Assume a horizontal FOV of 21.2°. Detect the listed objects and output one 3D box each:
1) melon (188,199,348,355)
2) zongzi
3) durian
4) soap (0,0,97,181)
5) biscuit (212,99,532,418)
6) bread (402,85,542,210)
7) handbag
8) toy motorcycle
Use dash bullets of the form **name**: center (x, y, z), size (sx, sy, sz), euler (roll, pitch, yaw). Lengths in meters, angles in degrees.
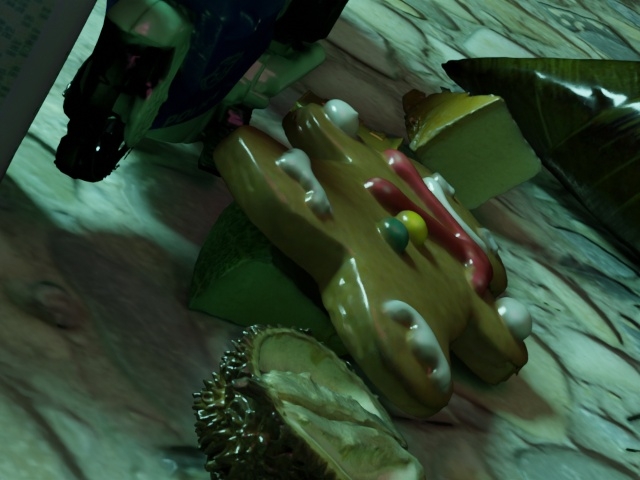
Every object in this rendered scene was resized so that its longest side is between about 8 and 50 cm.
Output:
- **melon**: center (0.000, 0.000, 1.037), size (0.114, 0.053, 0.262), euler (39, 22, -1)
- **zongzi**: center (0.291, -0.008, 1.307), size (0.432, 0.208, 0.403), euler (13, 33, 0)
- **durian**: center (-0.018, 0.094, 0.784), size (0.140, 0.071, 0.110), euler (29, 22, -54)
- **soap**: center (-0.206, -0.134, 0.849), size (0.182, 0.199, 0.138), euler (28, 19, -9)
- **biscuit**: center (0.052, -0.005, 1.040), size (0.216, 0.047, 0.340), euler (54, 18, 11)
- **bread**: center (0.116, -0.081, 1.298), size (0.084, 0.080, 0.109), euler (53, 15, -24)
- **handbag**: center (0.017, -0.079, 1.251), size (0.083, 0.027, 0.061), euler (32, 22, 3)
- **toy motorcycle**: center (-0.070, -0.140, 1.026), size (0.125, 0.196, 0.331), euler (31, 16, 3)
